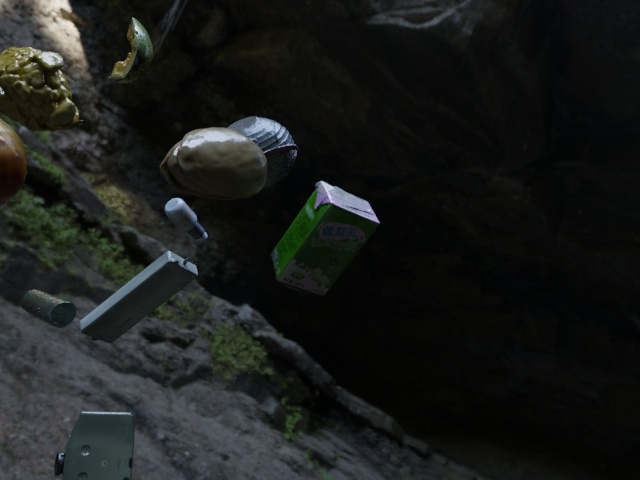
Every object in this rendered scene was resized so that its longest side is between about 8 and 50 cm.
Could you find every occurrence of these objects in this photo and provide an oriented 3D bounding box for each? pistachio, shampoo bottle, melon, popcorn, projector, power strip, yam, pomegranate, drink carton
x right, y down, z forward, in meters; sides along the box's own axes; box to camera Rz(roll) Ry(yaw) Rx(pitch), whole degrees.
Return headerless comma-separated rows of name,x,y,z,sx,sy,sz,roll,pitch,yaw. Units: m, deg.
pistachio,-0.244,-0.183,1.475,0.162,0.182,0.293,-24,-12,35
shampoo bottle,-0.448,-0.061,2.045,0.074,0.074,0.192,8,-33,33
melon,-0.436,-0.430,1.441,0.079,0.160,0.128,16,24,-38
popcorn,-0.557,-0.289,1.156,0.194,0.140,0.163,41,-28,12
projector,-0.614,0.605,1.643,0.193,0.270,0.088,10,-23,-27
power strip,-0.469,0.149,1.578,0.367,0.043,0.106,-36,-42,15
yam,-0.661,0.164,1.465,0.169,0.068,0.068,8,-21,41
pomegranate,-0.855,-0.181,1.452,0.270,0.229,0.252,-38,-32,21
drink carton,0.000,0.000,1.524,0.161,0.271,0.108,21,28,-32

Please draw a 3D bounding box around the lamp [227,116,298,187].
lamp,-0.201,-0.272,1.927,0.265,0.233,0.233,-22,-27,6
